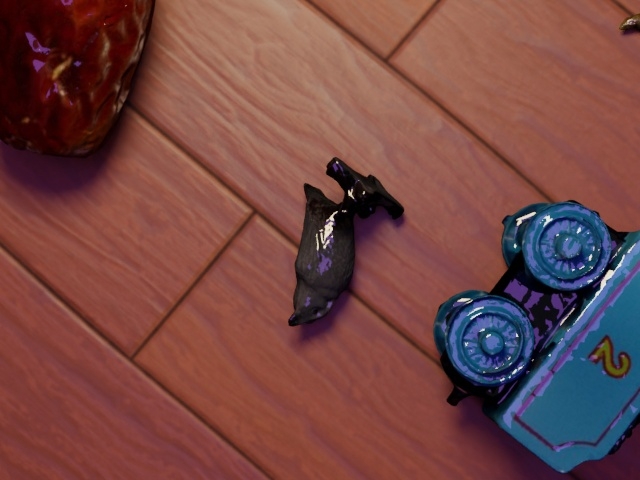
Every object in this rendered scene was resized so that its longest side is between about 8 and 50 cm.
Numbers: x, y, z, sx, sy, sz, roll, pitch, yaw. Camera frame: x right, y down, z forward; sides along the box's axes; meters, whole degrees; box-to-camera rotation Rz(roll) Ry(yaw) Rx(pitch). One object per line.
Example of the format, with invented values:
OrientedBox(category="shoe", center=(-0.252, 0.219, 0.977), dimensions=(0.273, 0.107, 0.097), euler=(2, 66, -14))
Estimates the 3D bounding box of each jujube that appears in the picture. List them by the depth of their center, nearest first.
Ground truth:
OrientedBox(category="jujube", center=(-0.313, -0.264, 1.520), dimensions=(0.223, 0.223, 0.317), euler=(10, 98, 3))

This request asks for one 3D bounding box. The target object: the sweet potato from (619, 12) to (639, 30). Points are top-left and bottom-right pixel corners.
OrientedBox(category="sweet potato", center=(0.454, -0.263, 1.565), dimensions=(0.153, 0.038, 0.041), euler=(18, 75, 5))

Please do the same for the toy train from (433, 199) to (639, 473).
OrientedBox(category="toy train", center=(0.290, 0.112, 1.491), dimensions=(0.265, 0.188, 0.300), euler=(38, 89, -1))

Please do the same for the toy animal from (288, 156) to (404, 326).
OrientedBox(category="toy animal", center=(-0.004, 0.002, 1.556), dimensions=(0.117, 0.121, 0.210), euler=(34, 97, 23))
